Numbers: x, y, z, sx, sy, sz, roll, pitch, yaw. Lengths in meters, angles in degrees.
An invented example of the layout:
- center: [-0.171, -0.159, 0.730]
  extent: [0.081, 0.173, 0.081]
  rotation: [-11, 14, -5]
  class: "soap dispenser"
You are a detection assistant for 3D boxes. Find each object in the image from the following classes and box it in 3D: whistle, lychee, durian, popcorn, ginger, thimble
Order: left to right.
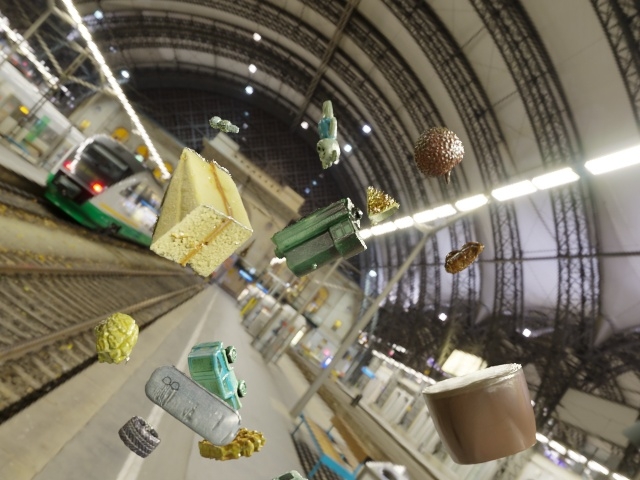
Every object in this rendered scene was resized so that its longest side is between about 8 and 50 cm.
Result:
- center: [-0.667, 0.329, 1.970]
  extent: [0.142, 0.174, 0.173]
  rotation: [20, 2, -31]
  class: "popcorn"
- center: [-0.468, 0.509, 1.561]
  extent: [0.095, 0.066, 0.104]
  rotation: [41, -12, 27]
  class: "thimble"
- center: [-0.288, -0.342, 1.789]
  extent: [0.100, 0.035, 0.035]
  rotation: [22, -12, 14]
  class: "whistle"
- center: [0.023, -0.365, 2.062]
  extent: [0.077, 0.236, 0.114]
  rotation: [3, -13, -24]
  class: "whistle"
- center: [0.220, -0.132, 2.376]
  extent: [0.144, 0.139, 0.252]
  rotation: [35, -6, 4]
  class: "durian"
- center: [0.397, -0.283, 2.008]
  extent: [0.197, 0.165, 0.165]
  rotation: [55, -11, -10]
  class: "lychee"
- center: [0.520, 0.060, 2.175]
  extent: [0.073, 0.162, 0.103]
  rotation: [53, 15, -10]
  class: "ginger"

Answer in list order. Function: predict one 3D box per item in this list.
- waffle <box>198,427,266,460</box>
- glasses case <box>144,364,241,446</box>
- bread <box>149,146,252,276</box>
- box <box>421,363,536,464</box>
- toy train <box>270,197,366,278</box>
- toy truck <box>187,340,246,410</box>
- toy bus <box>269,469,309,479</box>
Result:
- center: [-0.258, 0.625, 1.843]
  extent: [0.160, 0.055, 0.211]
  rotation: [-7, -6, -36]
  class: "waffle"
- center: [-0.341, 0.443, 1.619]
  extent: [0.282, 0.109, 0.067]
  rotation: [35, -17, 1]
  class: "glasses case"
- center: [-0.399, -0.105, 1.929]
  extent: [0.346, 0.242, 0.405]
  rotation: [47, 9, -52]
  class: "bread"
- center: [0.451, 0.488, 1.695]
  extent: [0.301, 0.301, 0.216]
  rotation: [89, -13, -79]
  class: "box"
- center: [0.000, 0.000, 2.014]
  extent: [0.138, 0.330, 0.178]
  rotation: [51, 14, -53]
  class: "toy train"
- center: [-0.383, 0.506, 2.210]
  extent: [0.156, 0.155, 0.279]
  rotation: [-62, 142, -67]
  class: "toy truck"
- center: [-0.062, 0.676, 1.464]
  extent: [0.133, 0.164, 0.271]
  rotation: [68, -18, -9]
  class: "toy bus"
